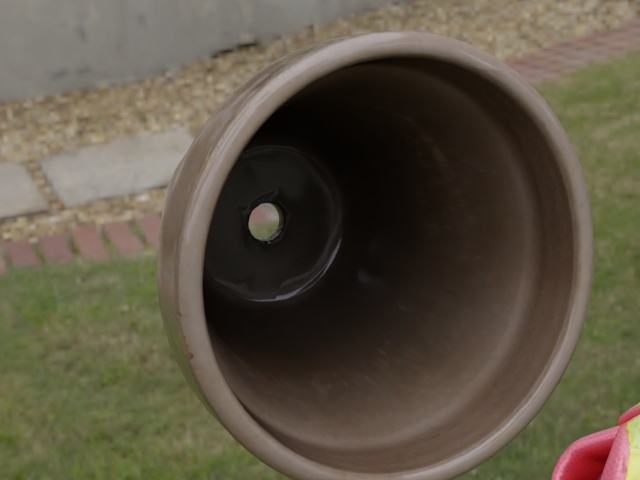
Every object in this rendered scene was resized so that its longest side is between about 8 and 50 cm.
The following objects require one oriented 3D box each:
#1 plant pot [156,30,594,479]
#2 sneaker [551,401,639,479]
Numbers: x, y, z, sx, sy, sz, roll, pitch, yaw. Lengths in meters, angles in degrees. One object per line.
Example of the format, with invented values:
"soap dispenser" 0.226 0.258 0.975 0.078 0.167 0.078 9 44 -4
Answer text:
"plant pot" 0.000 0.000 0.859 0.263 0.263 0.229 -15 15 -22
"sneaker" 0.114 0.077 0.395 0.094 0.082 0.208 14 -13 13
